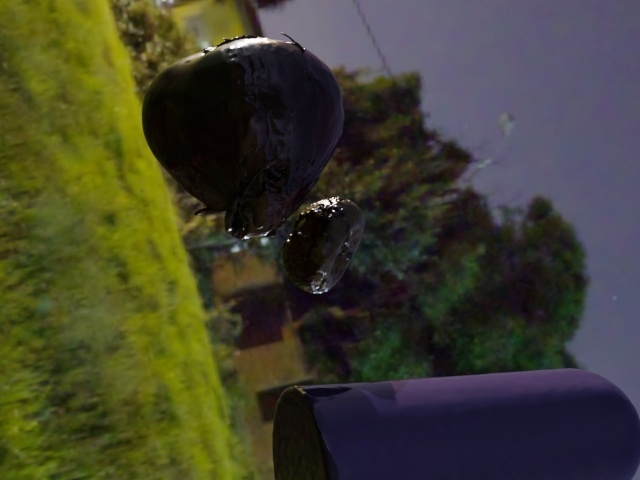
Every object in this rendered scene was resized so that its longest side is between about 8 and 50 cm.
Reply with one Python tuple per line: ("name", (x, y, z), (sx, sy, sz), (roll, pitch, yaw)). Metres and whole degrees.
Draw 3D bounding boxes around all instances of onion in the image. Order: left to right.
("onion", (-0.111, -0.154, 1.296), (0.221, 0.281, 0.280), (15, 58, -66))

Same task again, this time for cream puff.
("cream puff", (0.000, 0.000, 1.360), (0.149, 0.084, 0.149), (-57, 165, -25))

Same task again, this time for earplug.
("earplug", (0.182, 0.255, 1.204), (0.215, 0.456, 0.215), (175, -90, -71))
